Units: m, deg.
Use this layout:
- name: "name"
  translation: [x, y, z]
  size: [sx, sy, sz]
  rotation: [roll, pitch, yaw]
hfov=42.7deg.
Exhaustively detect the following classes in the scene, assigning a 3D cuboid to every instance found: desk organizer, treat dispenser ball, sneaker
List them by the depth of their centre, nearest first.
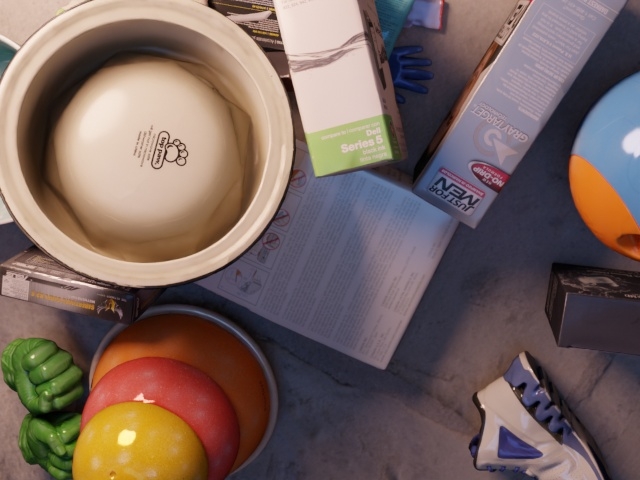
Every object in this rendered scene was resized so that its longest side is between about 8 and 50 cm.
- name: "treat dispenser ball"
  translation: [0.497, -0.104, 1.146]
  size: [0.288, 0.288, 0.288]
  rotation: [2, 106, 8]
- name: "desk organizer"
  translation: [-0.095, -0.268, 1.310]
  size: [0.130, 0.050, 0.047]
  rotation: [4, 73, 23]
- name: "sneaker"
  translation: [0.360, 0.358, 1.398]
  size: [0.182, 0.127, 0.316]
  rotation: [-33, 92, 19]

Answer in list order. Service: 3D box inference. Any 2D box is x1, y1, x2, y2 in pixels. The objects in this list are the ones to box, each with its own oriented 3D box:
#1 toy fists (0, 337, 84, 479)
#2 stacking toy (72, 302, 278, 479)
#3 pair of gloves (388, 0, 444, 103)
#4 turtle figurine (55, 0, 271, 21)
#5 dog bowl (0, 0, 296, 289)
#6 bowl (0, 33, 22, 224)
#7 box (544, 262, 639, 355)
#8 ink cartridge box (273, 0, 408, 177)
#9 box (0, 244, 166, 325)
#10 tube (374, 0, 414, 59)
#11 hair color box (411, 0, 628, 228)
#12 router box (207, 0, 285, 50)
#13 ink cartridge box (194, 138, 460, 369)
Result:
- name: "toy fists"
  translation: [-0.493, 0.309, 1.494]
  size: [0.142, 0.096, 0.279]
  rotation: [1, 106, 27]
- name: "stacking toy"
  translation: [-0.275, 0.330, 1.285]
  size: [0.350, 0.480, 0.351]
  rotation: [2, 106, 8]
- name: "pair of gloves"
  translation: [0.108, -0.319, 1.281]
  size: [0.159, 0.023, 0.198]
  rotation: [11, 108, 5]
- name: "turtle figurine"
  translation: [-0.267, -0.371, 1.213]
  size: [0.266, 0.197, 0.275]
  rotation: [-40, 65, 31]
- name: "dog bowl"
  translation: [-0.246, -0.133, 1.171]
  size: [0.407, 0.150, 0.408]
  rotation: [1, 86, -9]
- name: "bowl"
  translation: [-0.527, -0.193, 1.337]
  size: [0.311, 0.163, 0.312]
  rotation: [2, 106, 8]
- name: "box"
  translation: [0.445, 0.106, 1.283]
  size: [0.155, 0.158, 0.093]
  rotation: [6, 107, 6]
- name: "ink cartridge box"
  translation: [0.033, -0.234, 1.152]
  size: [0.114, 0.198, 0.273]
  rotation: [-12, 94, 13]
- name: "box"
  translation: [-0.393, 0.063, 1.382]
  size: [0.231, 0.183, 0.056]
  rotation: [12, 106, 4]
- name: "tube"
  translation: [0.081, -0.301, 1.257]
  size: [0.080, 0.052, 0.207]
  rotation: [20, 105, -1]
- name: "hair color box"
  translation: [0.278, -0.218, 1.199]
  size: [0.113, 0.185, 0.375]
  rotation: [30, 108, -1]
- name: "router box"
  translation: [-0.087, -0.372, 1.282]
  size: [0.178, 0.046, 0.133]
  rotation: [12, 108, 5]
- name: "ink cartridge box"
  translation: [0.000, 0.000, 1.355]
  size: [0.384, 0.091, 0.308]
  rotation: [24, 109, 1]
